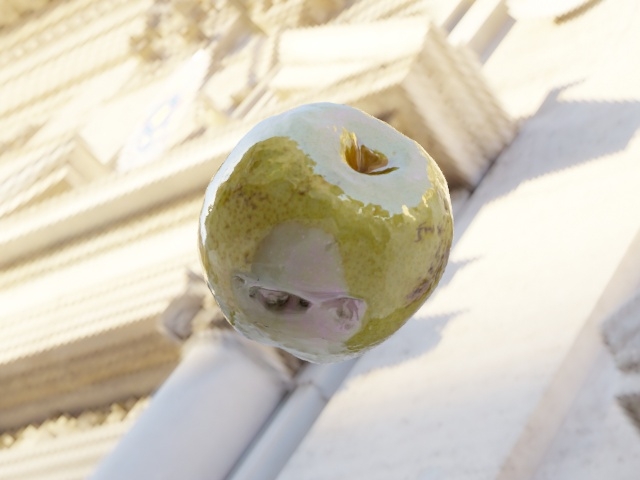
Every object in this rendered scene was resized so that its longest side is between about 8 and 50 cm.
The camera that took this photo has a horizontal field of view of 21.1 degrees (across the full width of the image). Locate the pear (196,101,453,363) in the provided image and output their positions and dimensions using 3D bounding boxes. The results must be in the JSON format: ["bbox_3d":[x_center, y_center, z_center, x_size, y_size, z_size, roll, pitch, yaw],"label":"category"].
[{"bbox_3d":[0.000,0.000,1.147,0.178,0.178,0.178,20,-43,20],"label":"pear"}]
